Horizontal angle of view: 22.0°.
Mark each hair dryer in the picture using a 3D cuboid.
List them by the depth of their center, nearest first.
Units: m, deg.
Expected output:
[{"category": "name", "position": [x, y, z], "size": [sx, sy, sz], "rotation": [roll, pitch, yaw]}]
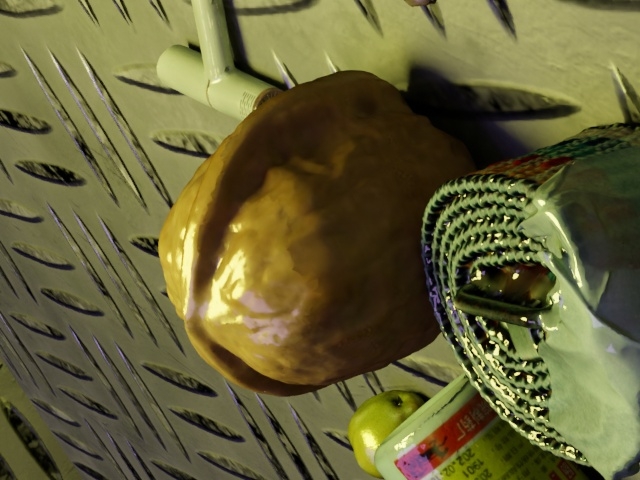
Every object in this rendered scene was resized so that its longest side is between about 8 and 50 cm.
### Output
[{"category": "hair dryer", "position": [-0.104, -0.194, 1.439], "size": [0.155, 0.044, 0.183], "rotation": [26, 142, 44]}]

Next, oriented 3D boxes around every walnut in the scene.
[{"category": "walnut", "position": [0.000, 0.000, 1.246], "size": [0.224, 0.257, 0.257], "rotation": [25, 146, 47]}]

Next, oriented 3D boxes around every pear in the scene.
[{"category": "pear", "position": [0.071, 0.188, 1.631], "size": [0.092, 0.092, 0.097], "rotation": [44, 115, 17]}]

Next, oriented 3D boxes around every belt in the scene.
[{"category": "belt", "position": [0.178, 0.035, 1.074], "size": [0.257, 0.150, 0.207], "rotation": [13, 124, 64]}]

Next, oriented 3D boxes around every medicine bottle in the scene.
[{"category": "medicine bottle", "position": [0.163, 0.230, 1.438], "size": [0.225, 0.139, 0.139], "rotation": [50, 158, 3]}]

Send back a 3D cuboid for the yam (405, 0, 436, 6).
[{"category": "yam", "position": [0.000, -0.267, 1.106], "size": [0.264, 0.046, 0.046], "rotation": [53, 158, -3]}]
